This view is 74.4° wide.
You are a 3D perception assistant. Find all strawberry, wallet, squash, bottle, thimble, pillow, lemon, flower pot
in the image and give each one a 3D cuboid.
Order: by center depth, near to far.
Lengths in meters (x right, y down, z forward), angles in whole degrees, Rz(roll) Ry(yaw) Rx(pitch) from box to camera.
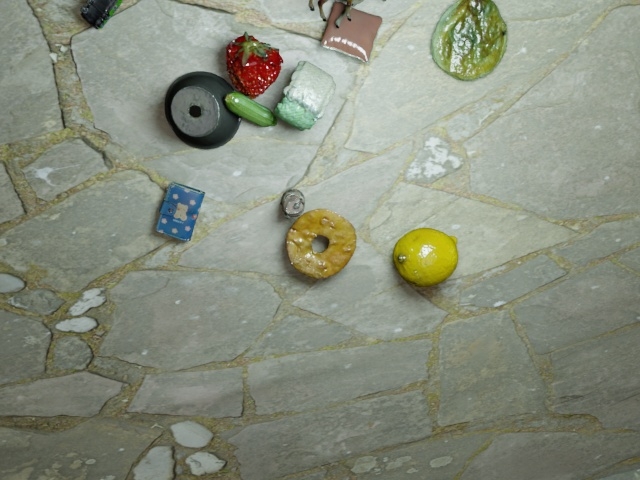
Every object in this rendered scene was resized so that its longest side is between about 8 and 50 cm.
[{"bbox_3d":[-0.224,-0.572,1.407,0.187,0.184,0.201,7,136,-11],"label":"strawberry"},{"bbox_3d":[-0.051,-0.478,1.415,0.150,0.219,0.219,28,103,-13],"label":"thimble"},{"bbox_3d":[0.105,-0.701,1.425,0.179,0.075,0.171,18,88,-3],"label":"pillow"},{"bbox_3d":[-0.410,-0.439,1.429,0.269,0.166,0.269,-1,106,-4],"label":"flower pot"},{"bbox_3d":[-0.238,-0.446,1.449,0.219,0.077,0.068,15,83,-46],"label":"squash"},{"bbox_3d":[-0.102,-0.133,1.554,0.099,0.152,0.098,-1,109,-4],"label":"bottle"},{"bbox_3d":[-0.527,-0.108,1.577,0.141,0.059,0.202,20,105,-8],"label":"wallet"},{"bbox_3d":[0.409,0.063,1.621,0.254,0.228,0.228,-12,108,-2],"label":"lemon"}]

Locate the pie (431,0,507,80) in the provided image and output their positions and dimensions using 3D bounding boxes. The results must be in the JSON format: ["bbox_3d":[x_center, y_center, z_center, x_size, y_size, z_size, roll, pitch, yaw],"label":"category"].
[{"bbox_3d":[0.522,-0.692,1.467,0.277,0.078,0.277,-1,109,-3],"label":"pie"}]

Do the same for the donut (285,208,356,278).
[{"bbox_3d":[-0.002,0.002,1.627,0.278,0.108,0.277,-1,108,-4],"label":"donut"}]

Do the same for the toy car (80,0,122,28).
[{"bbox_3d":[-0.691,-0.762,1.356,0.071,0.062,0.165,42,100,-16],"label":"toy car"}]

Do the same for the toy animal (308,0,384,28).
[{"bbox_3d":[0.104,-0.811,1.361,0.244,0.087,0.260,25,78,-1],"label":"toy animal"}]
